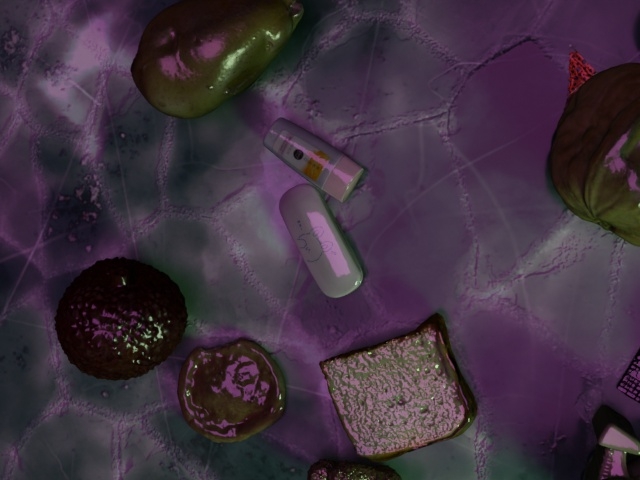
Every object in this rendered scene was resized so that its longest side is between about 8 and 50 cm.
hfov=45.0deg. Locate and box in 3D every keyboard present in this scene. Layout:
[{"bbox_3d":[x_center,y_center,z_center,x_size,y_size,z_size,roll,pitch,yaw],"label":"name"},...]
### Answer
[{"bbox_3d":[0.602,0.198,1.373,0.060,0.018,0.195,30,99,14],"label":"keyboard"}]

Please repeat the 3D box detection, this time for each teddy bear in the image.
[{"bbox_3d":[0.106,0.491,1.464,0.251,0.182,0.129,48,64,-1],"label":"teddy bear"}]

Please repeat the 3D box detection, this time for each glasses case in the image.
[{"bbox_3d":[0.000,0.000,1.500,0.092,0.059,0.233,-28,86,15],"label":"glasses case"}]

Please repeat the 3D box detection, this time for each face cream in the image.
[{"bbox_3d":[-0.016,-0.159,1.499,0.198,0.057,0.084,35,109,12],"label":"face cream"}]

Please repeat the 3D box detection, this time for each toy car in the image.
[{"bbox_3d":[0.607,0.427,1.271,0.336,0.242,0.226,10,92,16],"label":"toy car"}]

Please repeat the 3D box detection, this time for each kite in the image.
[{"bbox_3d":[0.497,-0.236,1.387,0.125,0.008,0.222,8,94,14],"label":"kite"}]

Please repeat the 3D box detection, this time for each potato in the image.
[{"bbox_3d":[-0.194,-0.370,1.458,0.351,0.218,0.202,-24,112,12],"label":"potato"}]

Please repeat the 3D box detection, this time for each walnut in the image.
[{"bbox_3d":[0.525,-0.136,1.255,0.253,0.282,0.277,23,106,-28],"label":"walnut"}]

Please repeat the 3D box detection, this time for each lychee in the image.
[{"bbox_3d":[-0.390,0.158,1.518,0.260,0.260,0.261,1,92,15],"label":"lychee"}]

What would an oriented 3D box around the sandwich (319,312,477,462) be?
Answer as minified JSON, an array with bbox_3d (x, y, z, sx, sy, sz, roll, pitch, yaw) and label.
[{"bbox_3d":[0.153,0.283,1.458,0.251,0.087,0.226,-24,85,17],"label":"sandwich"}]

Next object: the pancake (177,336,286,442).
[{"bbox_3d":[-0.185,0.306,1.571,0.236,0.042,0.222,6,92,14],"label":"pancake"}]
